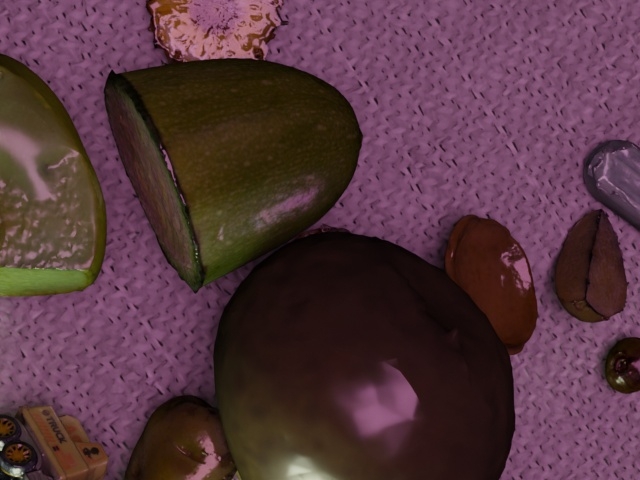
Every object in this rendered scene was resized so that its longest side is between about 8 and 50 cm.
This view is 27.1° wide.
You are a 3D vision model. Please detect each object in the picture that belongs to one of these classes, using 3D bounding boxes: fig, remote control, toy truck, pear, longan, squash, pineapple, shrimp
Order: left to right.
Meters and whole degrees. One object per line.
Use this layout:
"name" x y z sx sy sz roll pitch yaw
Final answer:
"pear" -0.445 -0.088 1.728 0.342 0.238 0.318 3 80 -7
"toy truck" -0.341 0.334 1.757 0.157 0.272 0.124 -12 136 -35
"pineapple" -0.146 -0.320 1.866 0.221 0.047 0.221 -1 94 -8
"squash" -0.088 -0.128 1.761 0.309 0.310 0.310 -23 97 -14
"shrimp" -0.004 -0.002 1.918 0.092 0.029 0.038 -27 99 -6
"longan" 0.060 0.201 1.755 0.404 0.404 0.436 -23 96 -10
"fig" 0.479 0.189 2.016 0.098 0.082 0.084 7 74 -51
"remote control" 0.509 -0.061 2.015 0.247 0.052 0.104 34 84 -9

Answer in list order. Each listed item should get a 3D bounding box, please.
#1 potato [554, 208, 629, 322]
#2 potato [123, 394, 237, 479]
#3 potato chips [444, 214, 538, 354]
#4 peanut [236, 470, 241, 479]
"potato" 0.399 0.052 1.993 0.100 0.089 0.172 34 53 -31
"potato" -0.191 0.314 1.831 0.137 0.154 0.200 20 94 -14
"potato chips" 0.238 0.067 1.938 0.208 0.062 0.195 52 47 -15
"peanut" -0.070 0.354 1.896 0.080 0.080 0.174 -32 101 -9
